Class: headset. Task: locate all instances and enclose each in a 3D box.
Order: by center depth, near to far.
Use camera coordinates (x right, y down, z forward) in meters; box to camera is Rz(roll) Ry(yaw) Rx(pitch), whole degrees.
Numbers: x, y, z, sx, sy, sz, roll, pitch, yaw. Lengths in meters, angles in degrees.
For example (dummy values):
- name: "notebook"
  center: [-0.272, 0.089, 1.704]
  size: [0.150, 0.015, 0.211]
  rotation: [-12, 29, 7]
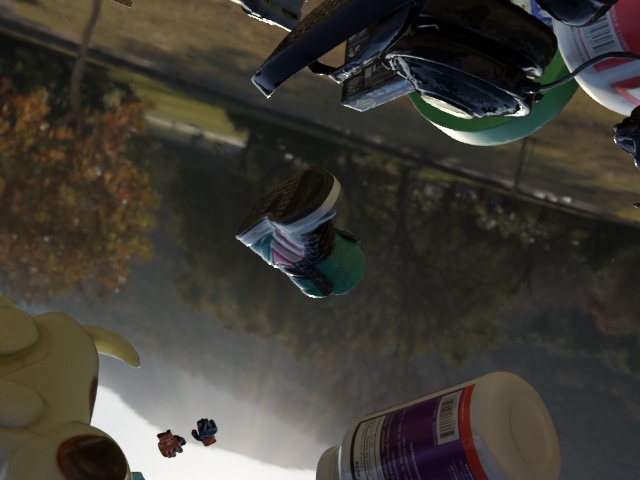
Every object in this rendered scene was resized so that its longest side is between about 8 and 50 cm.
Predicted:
- name: "headset"
  center: [0.182, -0.183, 0.839]
  size: [0.185, 0.243, 0.394]
  rotation: [23, -151, -36]

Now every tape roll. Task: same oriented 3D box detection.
- name: "tape roll"
  center: [0.295, -0.324, 1.763]
  size: [0.321, 0.321, 0.077]
  rotation: [16, 175, 39]

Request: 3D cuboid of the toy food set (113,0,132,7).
- name: "toy food set"
  center: [-0.281, -0.405, 1.525]
  size: [0.078, 0.122, 0.019]
  rotation: [22, 173, 1]

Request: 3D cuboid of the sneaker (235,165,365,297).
- name: "sneaker"
  center: [0.000, 0.000, 1.525]
  size: [0.178, 0.124, 0.295]
  rotation: [37, 160, -15]

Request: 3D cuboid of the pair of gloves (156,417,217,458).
- name: "pair of gloves"
  center: [-0.178, 0.268, 1.395]
  size: [0.083, 0.010, 0.074]
  rotation: [-19, 143, -11]

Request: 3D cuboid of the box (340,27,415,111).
- name: "box"
  center: [0.121, -0.319, 1.661]
  size: [0.051, 0.175, 0.220]
  rotation: [15, 162, -34]

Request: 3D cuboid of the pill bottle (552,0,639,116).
- name: "pill bottle"
  center: [0.423, -0.256, 0.971]
  size: [0.229, 0.229, 0.407]
  rotation: [18, 171, -21]

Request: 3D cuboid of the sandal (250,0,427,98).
- name: "sandal"
  center: [0.043, -0.156, 0.718]
  size: [0.254, 0.097, 0.054]
  rotation: [-25, 111, 41]

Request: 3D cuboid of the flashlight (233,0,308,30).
- name: "flashlight"
  center: [-0.143, -0.357, 1.265]
  size: [0.304, 0.103, 0.103]
  rotation: [12, -165, -48]

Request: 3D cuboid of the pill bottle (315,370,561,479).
- name: "pill bottle"
  center: [0.153, 0.306, 1.421]
  size: [0.323, 0.181, 0.181]
  rotation: [-26, 150, 35]

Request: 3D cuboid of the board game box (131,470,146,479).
- name: "board game box"
  center: [-0.343, 0.569, 1.716]
  size: [0.141, 0.232, 0.291]
  rotation: [12, -153, -45]

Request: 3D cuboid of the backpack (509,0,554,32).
- name: "backpack"
  center: [0.284, -0.390, 1.347]
  size: [0.213, 0.276, 0.263]
  rotation: [16, -161, 24]

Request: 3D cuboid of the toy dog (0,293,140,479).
- name: "toy dog"
  center: [-0.446, 0.315, 1.637]
  size: [0.395, 0.284, 0.408]
  rotation: [0, -141, -37]
